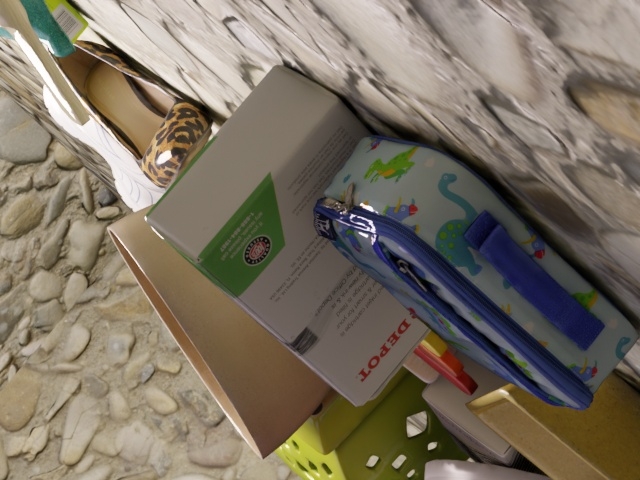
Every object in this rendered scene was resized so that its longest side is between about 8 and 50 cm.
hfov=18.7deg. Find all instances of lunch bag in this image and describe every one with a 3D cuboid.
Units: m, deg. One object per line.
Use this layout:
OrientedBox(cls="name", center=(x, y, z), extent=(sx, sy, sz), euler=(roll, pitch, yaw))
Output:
OrientedBox(cls="lunch bag", center=(0.107, 0.022, 1.348), extent=(0.219, 0.090, 0.176), euler=(41, 171, -25))

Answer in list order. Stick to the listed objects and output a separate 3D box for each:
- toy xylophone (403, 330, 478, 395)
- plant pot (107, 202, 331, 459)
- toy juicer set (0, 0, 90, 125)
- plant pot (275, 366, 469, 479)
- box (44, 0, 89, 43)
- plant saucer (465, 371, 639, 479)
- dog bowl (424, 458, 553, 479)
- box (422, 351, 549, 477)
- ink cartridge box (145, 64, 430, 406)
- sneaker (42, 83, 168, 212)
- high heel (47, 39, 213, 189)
OrientedBox(cls="toy xylophone", center=(0.043, 0.022, 1.764), extent=(0.236, 0.081, 0.323), euler=(37, 173, 26))
OrientedBox(cls="plant pot", center=(-0.061, 0.053, 1.983), extent=(0.284, 0.191, 0.284), euler=(54, 172, 12))
OrientedBox(cls="toy juicer set", center=(-0.304, -0.266, 1.793), extent=(0.329, 0.089, 0.209), euler=(45, 167, 44))
OrientedBox(cls="plant pot", center=(0.041, 0.158, 2.166), extent=(0.227, 0.228, 0.207), euler=(35, 167, 43))
OrientedBox(cls="box", center=(-0.327, -0.269, 2.064), extent=(0.109, 0.042, 0.178), euler=(45, 172, -37))
OrientedBox(cls="plant saucer", center=(0.290, 0.213, 1.680), extent=(0.333, 0.081, 0.333), euler=(39, 174, 3))
OrientedBox(cls="dog bowl", center=(0.263, 0.328, 2.009), extent=(0.349, 0.102, 0.349), euler=(17, 167, 4))
OrientedBox(cls="box", center=(0.191, 0.183, 1.999), extent=(0.113, 0.094, 0.275), euler=(36, 174, 21))
OrientedBox(cls="ink cartridge box", center=(0.000, 0.000, 1.478), extent=(0.219, 0.160, 0.092), euler=(45, 173, -40))
OrientedBox(cls="sneaker", center=(-0.197, -0.099, 2.267), extent=(0.297, 0.111, 0.129), euler=(42, 168, -33))
OrientedBox(cls="high heel", center=(-0.209, -0.141, 2.020), extent=(0.186, 0.093, 0.261), euler=(34, -176, -12))
